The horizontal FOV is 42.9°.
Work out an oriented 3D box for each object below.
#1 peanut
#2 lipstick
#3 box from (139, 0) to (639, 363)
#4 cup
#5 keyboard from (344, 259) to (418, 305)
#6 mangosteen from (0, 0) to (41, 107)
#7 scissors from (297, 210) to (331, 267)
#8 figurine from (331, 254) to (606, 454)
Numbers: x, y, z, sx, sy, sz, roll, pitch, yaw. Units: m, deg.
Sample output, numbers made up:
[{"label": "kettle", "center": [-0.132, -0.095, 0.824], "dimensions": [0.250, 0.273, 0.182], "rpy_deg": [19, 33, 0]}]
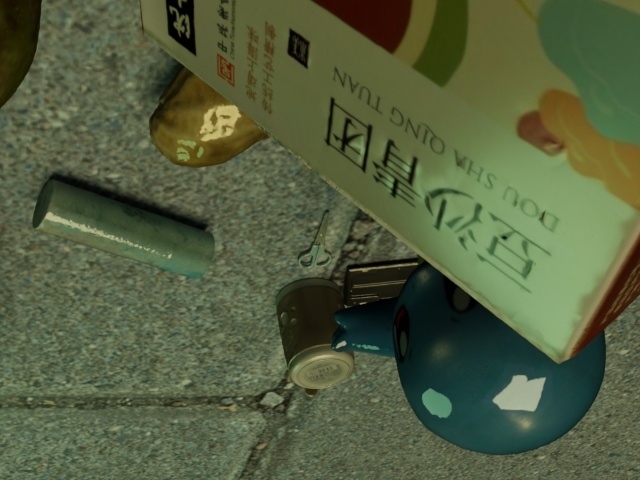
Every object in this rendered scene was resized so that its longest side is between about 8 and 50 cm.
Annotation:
[{"label": "peanut", "center": [-0.042, -0.116, 0.619], "dimensions": [0.192, 0.089, 0.089], "rpy_deg": [-20, 140, 2]}, {"label": "lipstick", "center": [-0.174, -0.008, 0.733], "dimensions": [0.158, 0.048, 0.048], "rpy_deg": [20, 130, -33]}, {"label": "box", "center": [0.059, -0.189, 0.355], "dimensions": [0.122, 0.344, 0.385], "rpy_deg": [-34, 150, -31]}, {"label": "cup", "center": [-0.013, 0.109, 0.870], "dimensions": [0.074, 0.099, 0.102], "rpy_deg": [18, 131, -31]}, {"label": "keyboard", "center": [0.126, 0.041, 0.897], "dimensions": [0.202, 0.011, 0.067], "rpy_deg": [-6, 138, -8]}, {"label": "mangosteen", "center": [-0.255, -0.160, 0.304], "dimensions": [0.306, 0.347, 0.307], "rpy_deg": [-24, 134, -27]}, {"label": "scissors", "center": [0.000, 0.000, 0.820], "dimensions": [0.036, 0.006, 0.083], "rpy_deg": [-1, 139, -17]}, {"label": "figurine", "center": [0.154, -0.001, 0.674], "dimensions": [0.298, 0.243, 0.416], "rpy_deg": [-41, 172, 36]}]
